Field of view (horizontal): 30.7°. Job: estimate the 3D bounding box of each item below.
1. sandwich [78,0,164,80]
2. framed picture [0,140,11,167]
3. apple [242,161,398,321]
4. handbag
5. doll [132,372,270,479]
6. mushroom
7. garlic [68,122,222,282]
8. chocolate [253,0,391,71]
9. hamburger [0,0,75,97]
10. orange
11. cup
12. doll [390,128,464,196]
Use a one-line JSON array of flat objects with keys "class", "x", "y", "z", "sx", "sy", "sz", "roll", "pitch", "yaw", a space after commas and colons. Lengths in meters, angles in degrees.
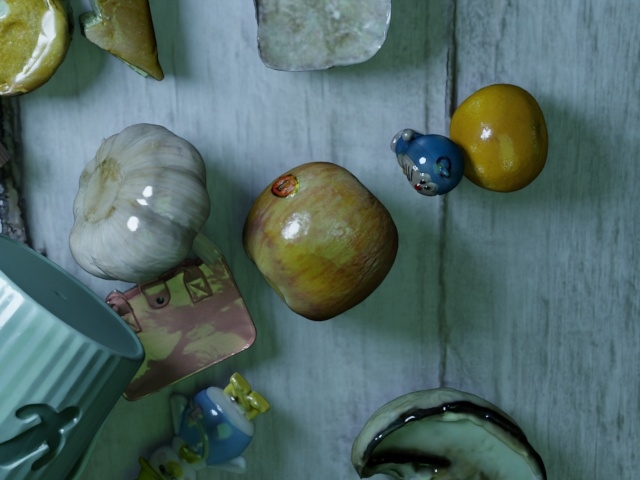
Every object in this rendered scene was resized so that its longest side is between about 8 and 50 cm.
[{"class": "sandwich", "x": -0.269, "y": -0.309, "z": 1.466, "sx": 0.088, "sy": 0.090, "sz": 0.244, "roll": -18, "pitch": 115, "yaw": -18}, {"class": "framed picture", "x": -0.471, "y": -0.152, "z": 1.432, "sx": 0.168, "sy": 0.128, "sz": 0.023, "roll": 59, "pitch": 42, "yaw": -25}, {"class": "apple", "x": 0.000, "y": 0.000, "z": 1.593, "sx": 0.188, "sy": 0.211, "sz": 0.211, "roll": -43, "pitch": 115, "yaw": -7}, {"class": "handbag", "x": -0.211, "y": 0.117, "z": 1.639, "sx": 0.213, "sy": 0.059, "sz": 0.157, "roll": -26, "pitch": 114, "yaw": -9}, {"class": "doll", "x": -0.180, "y": 0.299, "z": 1.688, "sx": 0.241, "sy": 0.099, "sz": 0.135, "roll": -45, "pitch": 120, "yaw": -3}, {"class": "mushroom", "x": 0.197, "y": 0.342, "z": 1.826, "sx": 0.344, "sy": 0.130, "sz": 0.247, "roll": 21, "pitch": 115, "yaw": -23}, {"class": "garlic", "x": -0.207, "y": -0.033, "z": 1.533, "sx": 0.212, "sy": 0.218, "sz": 0.218, "roll": 29, "pitch": 96, "yaw": -41}, {"class": "chocolate", "x": -0.008, "y": -0.378, "z": 1.531, "sx": 0.185, "sy": 0.100, "sz": 0.303, "roll": -7, "pitch": 107, "yaw": -6}, {"class": "hamburger", "x": -0.398, "y": -0.264, "z": 1.430, "sx": 0.185, "sy": 0.113, "sz": 0.177, "roll": -25, "pitch": 120, "yaw": -1}, {"class": "orange", "x": 0.253, "y": -0.146, "z": 1.677, "sx": 0.136, "sy": 0.159, "sz": 0.159, "roll": -10, "pitch": 116, "yaw": 27}, {"class": "cup", "x": -0.432, "y": 0.214, "z": 1.461, "sx": 0.310, "sy": 0.401, "sz": 0.392, "roll": 39, "pitch": 92, "yaw": -2}, {"class": "doll", "x": 0.150, "y": -0.112, "z": 1.641, "sx": 0.085, "sy": 0.152, "sz": 0.114, "roll": -43, "pitch": 117, "yaw": 0}]
